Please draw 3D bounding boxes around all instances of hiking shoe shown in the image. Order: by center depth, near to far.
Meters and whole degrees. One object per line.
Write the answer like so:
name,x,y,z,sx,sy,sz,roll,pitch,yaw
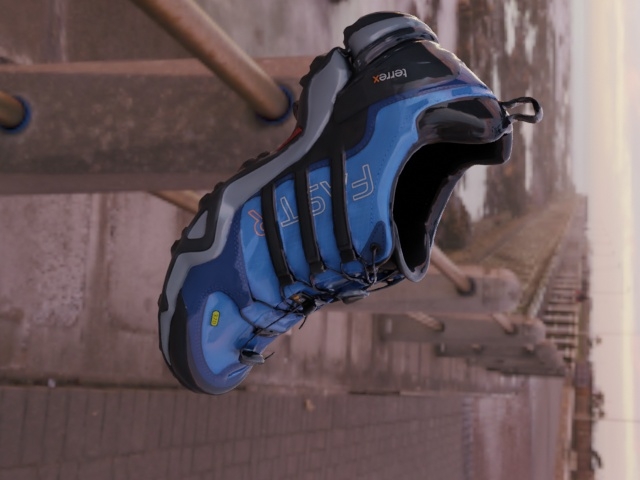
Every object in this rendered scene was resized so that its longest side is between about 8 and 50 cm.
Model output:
hiking shoe,0.000,0.000,0.592,0.113,0.132,0.304,11,118,-53
